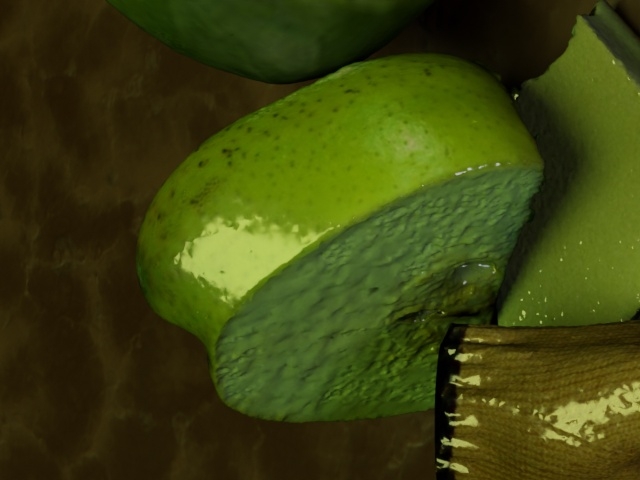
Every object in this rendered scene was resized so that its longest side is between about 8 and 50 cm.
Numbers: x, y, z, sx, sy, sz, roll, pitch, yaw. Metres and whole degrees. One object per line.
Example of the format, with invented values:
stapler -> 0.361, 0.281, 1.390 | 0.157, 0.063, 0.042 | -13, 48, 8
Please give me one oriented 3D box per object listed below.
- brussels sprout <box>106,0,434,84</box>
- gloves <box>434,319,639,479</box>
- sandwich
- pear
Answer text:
brussels sprout -> -0.016, -0.286, 1.258 | 0.276, 0.315, 0.371 | 115, 171, -58
gloves -> 0.235, 0.132, 1.132 | 0.356, 0.155, 0.203 | 15, 130, 25
sandwich -> 0.169, -0.020, 1.262 | 0.245, 0.063, 0.212 | -53, 55, 32
pear -> 0.000, 0.000, 1.248 | 0.292, 0.292, 0.159 | -54, 49, 32
